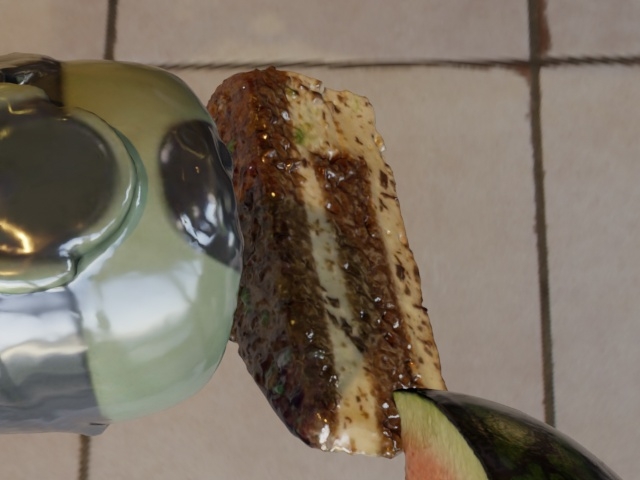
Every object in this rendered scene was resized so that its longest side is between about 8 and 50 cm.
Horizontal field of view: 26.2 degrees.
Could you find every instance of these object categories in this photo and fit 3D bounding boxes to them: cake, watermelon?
[{"bbox_3d":[0.006,0.001,0.769,0.112,0.135,0.246,8,25,-29],"label":"cake"},{"bbox_3d":[0.101,0.130,0.621,0.137,0.193,0.145,-12,73,25],"label":"watermelon"}]

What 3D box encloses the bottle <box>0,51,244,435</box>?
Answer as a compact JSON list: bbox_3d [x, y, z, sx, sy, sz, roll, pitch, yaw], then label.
[{"bbox_3d":[-0.201,0.015,0.496,0.346,0.168,0.169,-8,70,-5],"label":"bottle"}]
